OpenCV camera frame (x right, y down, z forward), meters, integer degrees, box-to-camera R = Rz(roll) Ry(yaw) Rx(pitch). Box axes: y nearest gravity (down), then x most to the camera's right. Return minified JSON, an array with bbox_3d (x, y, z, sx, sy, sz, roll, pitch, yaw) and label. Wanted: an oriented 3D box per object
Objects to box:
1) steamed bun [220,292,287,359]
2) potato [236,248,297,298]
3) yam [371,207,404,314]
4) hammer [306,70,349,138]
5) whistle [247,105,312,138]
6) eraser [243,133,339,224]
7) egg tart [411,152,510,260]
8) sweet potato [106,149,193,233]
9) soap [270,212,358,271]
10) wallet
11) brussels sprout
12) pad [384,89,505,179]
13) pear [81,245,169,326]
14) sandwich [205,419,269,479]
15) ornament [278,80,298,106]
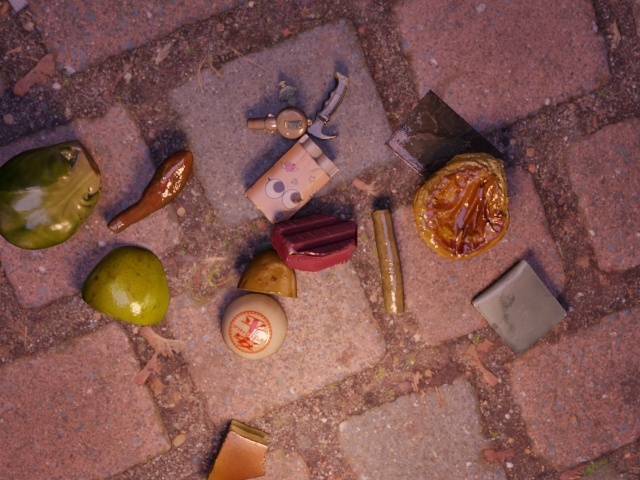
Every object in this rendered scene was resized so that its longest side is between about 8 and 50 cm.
[{"bbox_3d":[-0.227,0.300,1.705,0.232,0.145,0.232,-1,97,-5],"label":"steamed bun"},{"bbox_3d":[-0.170,0.108,1.686,0.203,0.178,0.158,2,79,20],"label":"potato"},{"bbox_3d":[0.240,0.072,1.748,0.083,0.083,0.371,-8,98,-3],"label":"yam"},{"bbox_3d":[0.029,-0.453,1.690,0.158,0.041,0.226,28,94,-7],"label":"hammer"},{"bbox_3d":[-0.136,-0.389,1.655,0.220,0.057,0.107,3,121,11],"label":"whistle"},{"bbox_3d":[-0.098,-0.199,1.686,0.290,0.087,0.171,-44,102,1],"label":"eraser"},{"bbox_3d":[0.469,-0.111,1.702,0.339,0.153,0.351,-18,99,1],"label":"egg tart"},{"bbox_3d":[-0.548,-0.150,1.656,0.109,0.109,0.385,44,98,-8],"label":"sweet potato"},{"bbox_3d":[0.000,0.000,1.663,0.289,0.112,0.182,-17,61,-26],"label":"soap"},{"bbox_3d":[0.723,0.245,1.818,0.251,0.054,0.290,-40,103,5],"label":"wallet"},{"bbox_3d":[-0.840,-0.147,1.541,0.354,0.289,0.281,-44,112,-11],"label":"brussels sprout"},{"bbox_3d":[0.441,-0.315,1.755,0.367,0.007,0.247,39,92,-7],"label":"pad"},{"bbox_3d":[-0.638,0.141,1.670,0.288,0.139,0.239,22,86,-8],"label":"pear"},{"bbox_3d":[-0.283,0.782,1.774,0.186,0.108,0.220,26,92,-6],"label":"sandwich"},{"bbox_3d":[-0.108,-0.489,1.677,0.092,0.041,0.068,36,87,2],"label":"ornament"}]
